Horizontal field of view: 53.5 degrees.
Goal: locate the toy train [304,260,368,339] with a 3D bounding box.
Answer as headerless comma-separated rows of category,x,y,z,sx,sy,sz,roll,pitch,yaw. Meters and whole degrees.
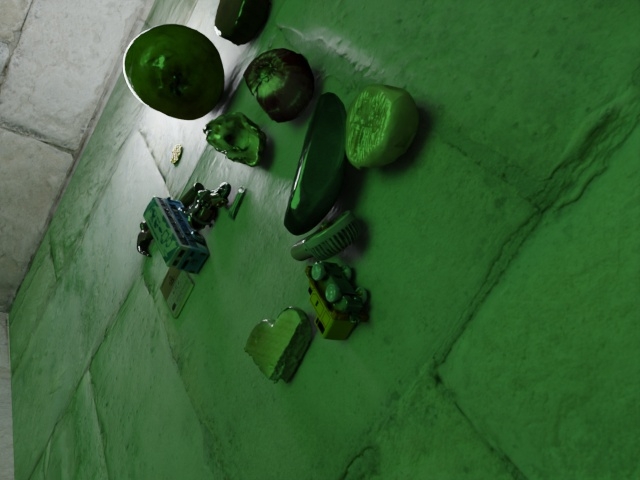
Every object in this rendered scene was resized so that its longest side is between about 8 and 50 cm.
toy train,0.027,0.130,1.404,0.127,0.089,0.219,-65,35,25

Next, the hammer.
hammer,-0.555,-0.086,2.313,0.440,0.044,0.168,-36,47,39

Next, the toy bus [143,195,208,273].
toy bus,-0.477,-0.023,2.090,0.106,0.131,0.297,-55,47,20

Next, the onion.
onion,-0.106,-0.445,1.789,0.200,0.200,0.207,-51,27,25

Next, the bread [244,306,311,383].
bread,-0.095,0.257,1.520,0.232,0.064,0.172,-33,50,42

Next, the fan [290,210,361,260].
fan,0.000,0.000,1.486,0.130,0.074,0.244,-40,8,-32

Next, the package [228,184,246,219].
package,-0.258,-0.116,1.958,0.037,0.015,0.110,33,99,55

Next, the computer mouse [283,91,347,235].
computer mouse,0.003,-0.181,1.539,0.203,0.114,0.374,126,158,-72

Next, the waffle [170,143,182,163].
waffle,-0.561,-0.335,2.465,0.078,0.016,0.085,-12,65,51

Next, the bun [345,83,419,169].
bun,0.141,-0.243,1.403,0.178,0.128,0.193,28,108,55

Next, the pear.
pear,-0.507,-0.595,2.238,0.352,0.352,0.413,-67,24,3

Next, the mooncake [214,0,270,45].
mooncake,-0.274,-0.800,2.224,0.228,0.124,0.228,-20,64,47

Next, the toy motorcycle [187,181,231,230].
toy motorcycle,-0.359,-0.104,2.032,0.212,0.084,0.118,-27,45,38

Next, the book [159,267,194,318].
book,-0.484,0.154,2.126,0.138,0.016,0.198,-61,36,12

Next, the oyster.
oyster,-0.259,-0.309,1.978,0.341,0.110,0.166,10,87,51
